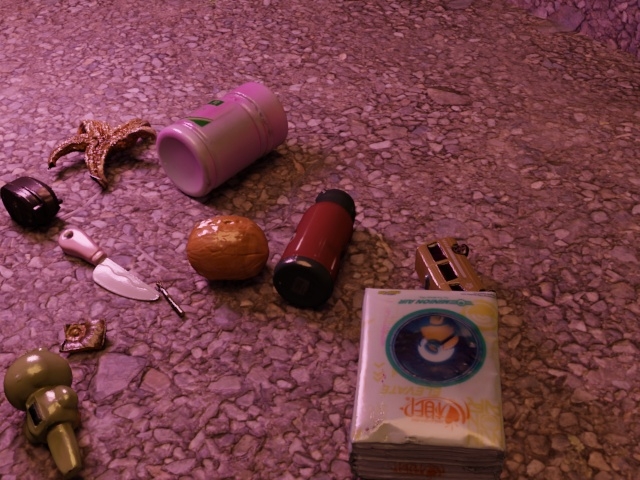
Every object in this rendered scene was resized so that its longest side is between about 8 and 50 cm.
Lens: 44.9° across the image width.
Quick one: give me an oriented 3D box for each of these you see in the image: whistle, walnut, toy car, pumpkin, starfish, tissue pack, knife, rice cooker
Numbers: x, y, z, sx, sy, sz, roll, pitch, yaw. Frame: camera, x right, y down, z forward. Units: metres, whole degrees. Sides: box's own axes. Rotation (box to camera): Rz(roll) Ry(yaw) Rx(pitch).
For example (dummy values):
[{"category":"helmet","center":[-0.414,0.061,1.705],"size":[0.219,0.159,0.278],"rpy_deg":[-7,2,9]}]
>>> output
[{"category":"whistle","center":[-0.528,0.334,1.541],"size":[0.141,0.141,0.294],"rpy_deg":[-28,67,-28]},{"category":"walnut","center":[-0.221,0.018,1.850],"size":[0.197,0.165,0.165],"rpy_deg":[-4,41,8]},{"category":"toy car","center":[0.308,0.107,1.787],"size":[0.124,0.101,0.257],"rpy_deg":[-10,41,-10]},{"category":"pumpkin","center":[-0.525,0.217,1.720],"size":[0.101,0.035,0.073],"rpy_deg":[-3,53,-8]},{"category":"starfish","center":[-0.609,-0.270,2.219],"size":[0.311,0.113,0.303],"rpy_deg":[-6,38,7]},{"category":"tissue pack","center":[0.211,0.277,1.539],"size":[0.287,0.162,0.388],"rpy_deg":[1,44,8]},{"category":"knife","center":[-0.524,0.067,1.884],"size":[0.335,0.043,0.081],"rpy_deg":[31,62,28]},{"category":"rice cooker","center":[-0.758,-0.102,2.021],"size":[0.165,0.112,0.106],"rpy_deg":[19,39,20]}]

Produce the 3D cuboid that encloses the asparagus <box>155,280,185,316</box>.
[{"category":"asparagus","center":[-0.354,0.136,1.820],"size":[0.015,0.018,0.127],"rpy_deg":[7,27,-47]}]

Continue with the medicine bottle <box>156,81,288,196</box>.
[{"category":"medicine bottle","center":[-0.269,-0.283,2.147],"size":[0.212,0.212,0.325],"rpy_deg":[28,50,29]}]

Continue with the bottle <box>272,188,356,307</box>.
[{"category":"bottle","center":[0.000,0.000,1.875],"size":[0.143,0.144,0.336],"rpy_deg":[10,43,12]}]
